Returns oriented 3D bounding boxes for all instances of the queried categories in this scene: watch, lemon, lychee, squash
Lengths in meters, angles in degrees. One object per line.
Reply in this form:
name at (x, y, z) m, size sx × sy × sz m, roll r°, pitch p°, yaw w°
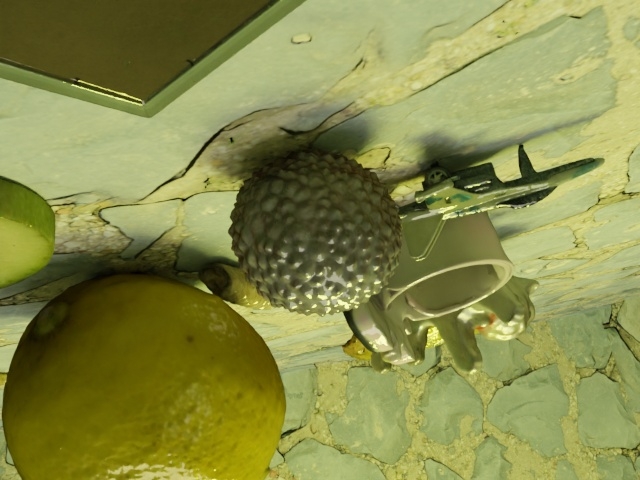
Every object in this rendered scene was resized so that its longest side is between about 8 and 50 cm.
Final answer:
watch at (0.149, 0.052, 0.906) m, size 0.231 × 0.196 × 0.244 m, roll -24°, pitch 155°, yaw 17°
lemon at (-0.250, 0.202, 0.850) m, size 0.365 × 0.364 × 0.364 m, roll -12°, pitch 164°, yaw -3°
lychee at (0.000, 0.000, 0.631) m, size 0.165 × 0.165 × 0.197 m, roll -17°, pitch 131°, yaw 13°
squash at (-0.369, 0.005, 0.573) m, size 0.252 × 0.048 × 0.252 m, roll -12°, pitch 163°, yaw -4°

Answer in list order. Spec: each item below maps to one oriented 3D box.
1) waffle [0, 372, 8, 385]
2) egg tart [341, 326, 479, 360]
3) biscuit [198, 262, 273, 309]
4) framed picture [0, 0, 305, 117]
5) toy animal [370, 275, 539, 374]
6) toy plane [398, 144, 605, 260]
waffle at (-0.711, 0.289, 1.319) m, size 0.098 × 0.023 × 0.152 m, roll -15°, pitch 165°, yaw 4°
egg tart at (0.206, 0.167, 1.412) m, size 0.346 × 0.132 × 0.345 m, roll -13°, pitch 164°, yaw -4°
biscuit at (-0.117, 0.076, 0.999) m, size 0.061 × 0.055 × 0.219 m, roll 14°, pitch 172°, yaw 19°
framed picture at (-0.092, -0.155, 0.302) m, size 0.296 × 0.019 × 0.232 m, roll -24°, pitch 160°, yaw 35°
toy animal at (0.231, 0.136, 1.163) m, size 0.188 × 0.266 × 0.307 m, roll -13°, pitch 136°, yaw -45°
toy plane at (0.186, -0.060, 0.740) m, size 0.262 × 0.088 × 0.192 m, roll -26°, pitch 167°, yaw 10°
